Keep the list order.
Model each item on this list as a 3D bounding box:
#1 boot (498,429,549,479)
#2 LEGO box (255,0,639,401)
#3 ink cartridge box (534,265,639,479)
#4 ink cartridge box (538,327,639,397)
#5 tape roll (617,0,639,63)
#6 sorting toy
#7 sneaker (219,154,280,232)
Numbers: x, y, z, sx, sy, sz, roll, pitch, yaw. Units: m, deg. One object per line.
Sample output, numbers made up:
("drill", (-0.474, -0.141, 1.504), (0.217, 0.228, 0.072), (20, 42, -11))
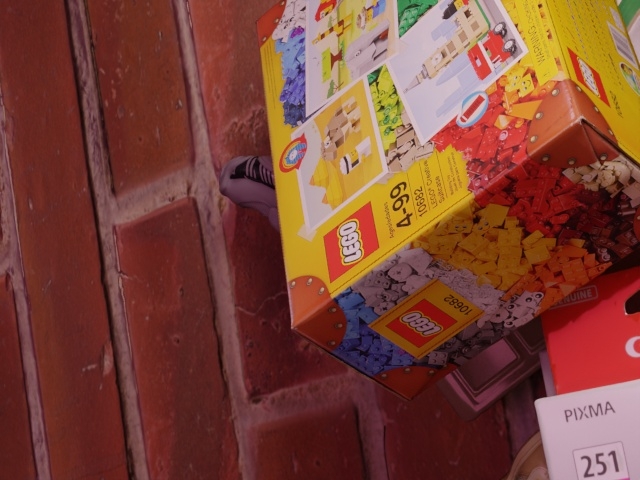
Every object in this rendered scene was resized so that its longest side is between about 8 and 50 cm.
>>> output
("boot", (0.290, 0.325, 1.869), (0.203, 0.095, 0.262), (55, 128, 31))
("LEGO box", (0.139, -0.142, 1.773), (0.372, 0.193, 0.500), (-37, 38, 25))
("ink cartridge box", (0.340, 0.136, 1.608), (0.275, 0.060, 0.239), (-16, 79, 31))
("ink cartridge box", (0.362, 0.210, 1.741), (0.168, 0.171, 0.232), (-19, 75, 42))
("tape roll", (0.383, -0.152, 1.696), (0.321, 0.077, 0.321), (-49, 33, 48))
("sorting toy", (0.168, 0.030, 1.960), (0.229, 0.041, 0.307), (-41, 76, 17))
("sneaker", (0.000, 0.000, 2.132), (0.366, 0.137, 0.210), (6, 91, 42))
